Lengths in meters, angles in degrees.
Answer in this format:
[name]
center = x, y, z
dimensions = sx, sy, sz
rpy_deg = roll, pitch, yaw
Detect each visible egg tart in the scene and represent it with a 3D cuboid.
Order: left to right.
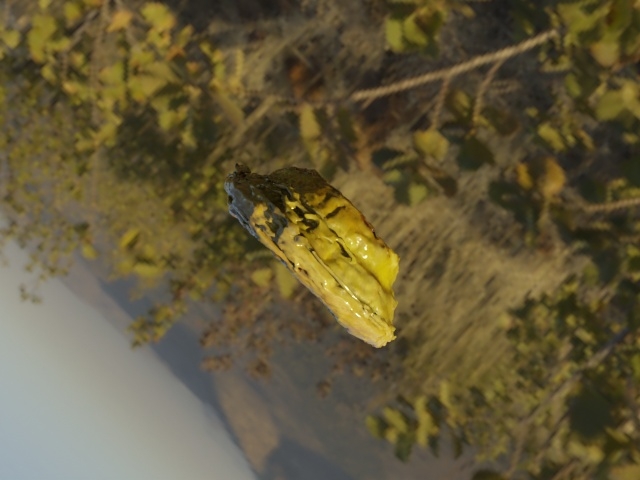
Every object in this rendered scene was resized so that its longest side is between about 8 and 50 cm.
[egg tart]
center = 0.000, 0.000, 0.650
dimensions = 0.130, 0.052, 0.130
rpy_deg = 45, -179, -1
